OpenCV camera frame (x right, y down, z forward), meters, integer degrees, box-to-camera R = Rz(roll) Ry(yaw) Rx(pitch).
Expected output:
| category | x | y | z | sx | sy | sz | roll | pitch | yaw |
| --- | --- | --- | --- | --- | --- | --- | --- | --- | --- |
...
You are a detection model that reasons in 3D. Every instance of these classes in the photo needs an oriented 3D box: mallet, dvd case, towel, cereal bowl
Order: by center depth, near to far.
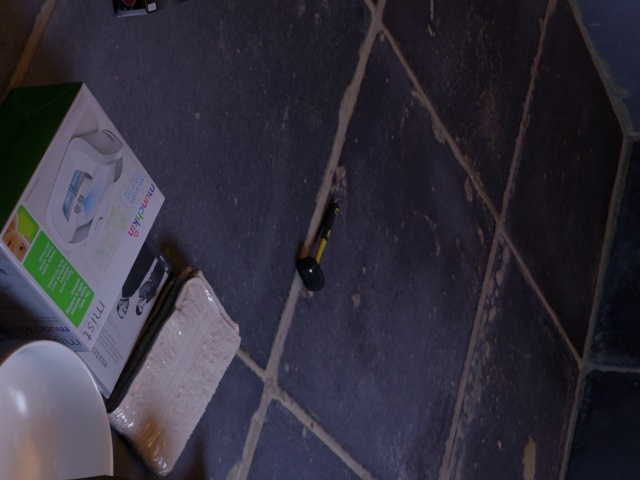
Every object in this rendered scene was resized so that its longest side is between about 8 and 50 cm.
| category | x | y | z | sx | sy | sz | roll | pitch | yaw |
| --- | --- | --- | --- | --- | --- | --- | --- | --- | --- |
| cereal bowl | -0.386 | 0.286 | 1.603 | 0.339 | 0.141 | 0.339 | -3 | 90 | -70 |
| dvd case | -0.301 | 0.075 | 1.895 | 0.179 | 0.029 | 0.239 | 61 | 41 | -43 |
| towel | -0.216 | 0.195 | 2.020 | 0.282 | 0.049 | 0.187 | -64 | 142 | -31 |
| mallet | 0.000 | 0.000 | 2.448 | 0.062 | 0.039 | 0.190 | 60 | 37 | -49 |

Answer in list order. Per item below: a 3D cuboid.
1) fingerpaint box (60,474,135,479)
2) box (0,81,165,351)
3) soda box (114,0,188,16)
| category | x | y | z | sx | sy | sz | roll | pitch | yaw |
| --- | --- | --- | --- | --- | --- | --- | --- | --- | --- |
| fingerpaint box | -0.394 | 0.436 | 1.312 | 0.445 | 0.163 | 0.371 | -1 | 84 | -24 |
| box | -0.344 | -0.027 | 1.714 | 0.231 | 0.126 | 0.262 | 59 | 41 | -42 |
| soda box | -0.233 | -0.369 | 1.969 | 0.169 | 0.060 | 0.053 | -34 | 119 | -56 |
